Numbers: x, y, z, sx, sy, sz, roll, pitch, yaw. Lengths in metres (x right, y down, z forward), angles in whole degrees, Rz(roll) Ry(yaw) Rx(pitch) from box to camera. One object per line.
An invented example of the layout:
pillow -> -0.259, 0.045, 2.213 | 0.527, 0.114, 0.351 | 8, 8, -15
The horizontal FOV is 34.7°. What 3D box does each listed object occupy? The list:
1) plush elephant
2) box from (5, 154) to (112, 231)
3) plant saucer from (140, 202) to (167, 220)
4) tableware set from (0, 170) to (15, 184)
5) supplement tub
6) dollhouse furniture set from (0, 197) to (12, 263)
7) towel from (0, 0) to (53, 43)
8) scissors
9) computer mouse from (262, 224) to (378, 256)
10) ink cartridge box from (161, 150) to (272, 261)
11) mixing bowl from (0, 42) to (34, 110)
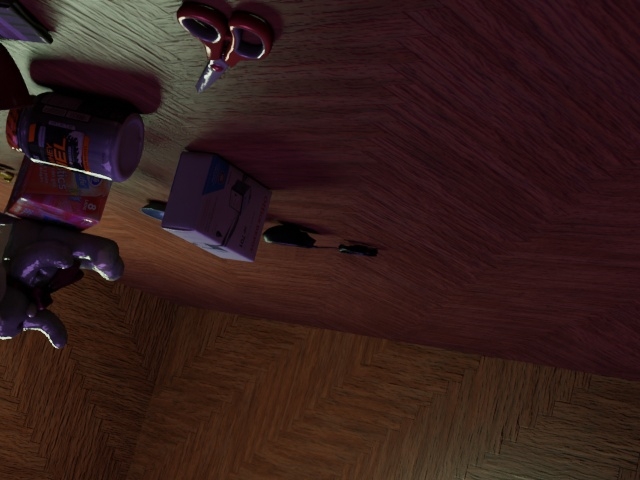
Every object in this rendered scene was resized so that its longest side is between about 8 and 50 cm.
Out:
plush elephant -> -0.571, 0.096, 2.030 | 0.330, 0.255, 0.272 | 18, 170, -13
box -> -0.502, -0.106, 1.977 | 0.154, 0.142, 0.300 | 19, 169, -21
plant saucer -> -0.345, -0.061, 2.304 | 0.119, 0.021, 0.119 | 15, 168, 3
tableware set -> -0.702, -0.150, 2.364 | 0.104, 0.024, 0.154 | 28, 165, -36
supplement tub -> -0.380, -0.164, 1.587 | 0.191, 0.117, 0.117 | 13, 169, 12
dollhouse furniture set -> -0.874, -0.049, 2.411 | 0.394, 0.256, 0.362 | 21, 169, -2
towel -> -0.429, -0.288, 1.300 | 0.152, 0.023, 0.113 | 10, 170, 15
scissors -> -0.111, -0.211, 1.224 | 0.109, 0.021, 0.297 | 14, 168, -1
computer mouse -> 0.000, 0.000, 2.114 | 0.242, 0.041, 0.071 | 9, 178, 1
ink cartridge box -> -0.178, -0.056, 1.784 | 0.082, 0.139, 0.191 | 6, 167, 32
mixing bowl -> -0.488, -0.227, 1.390 | 0.182, 0.098, 0.181 | -3, -166, 1
